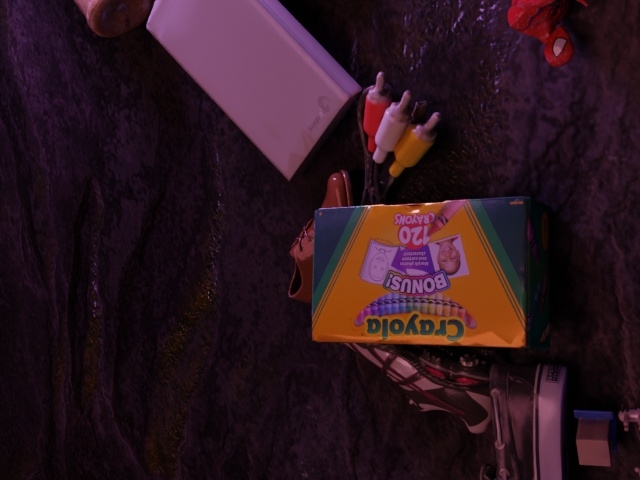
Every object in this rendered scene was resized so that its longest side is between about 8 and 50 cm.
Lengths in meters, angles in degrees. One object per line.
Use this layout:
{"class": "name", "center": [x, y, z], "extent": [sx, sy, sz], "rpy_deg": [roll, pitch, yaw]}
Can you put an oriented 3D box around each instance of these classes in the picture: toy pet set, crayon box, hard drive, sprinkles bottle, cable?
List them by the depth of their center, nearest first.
{"class": "toy pet set", "center": [0.344, 0.224, 1.053], "extent": [0.114, 0.065, 0.122], "rpy_deg": [-2, 121, 24]}
{"class": "crayon box", "center": [0.126, 0.042, 1.108], "extent": [0.278, 0.081, 0.165], "rpy_deg": [-2, 83, 32]}
{"class": "cable", "center": [0.066, -0.083, 1.211], "extent": [0.139, 0.072, 0.287], "rpy_deg": [45, 132, 30]}
{"class": "hard drive", "center": [-0.099, -0.249, 1.280], "extent": [0.307, 0.040, 0.203], "rpy_deg": [47, 142, 6]}
{"class": "sprinkles bottle", "center": [-0.403, -0.490, 1.522], "extent": [0.355, 0.121, 0.121], "rpy_deg": [54, 135, 18]}

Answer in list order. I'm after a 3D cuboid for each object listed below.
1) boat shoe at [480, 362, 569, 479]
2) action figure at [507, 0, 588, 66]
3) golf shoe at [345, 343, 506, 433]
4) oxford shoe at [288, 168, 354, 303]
{"class": "boat shoe", "center": [0.236, 0.293, 1.116], "extent": [0.104, 0.113, 0.306], "rpy_deg": [2, 106, 20]}
{"class": "action figure", "center": [0.228, -0.318, 0.943], "extent": [0.139, 0.091, 0.280], "rpy_deg": [-10, 96, 56]}
{"class": "golf shoe", "center": [0.112, 0.160, 1.230], "extent": [0.272, 0.105, 0.120], "rpy_deg": [22, 125, 40]}
{"class": "oxford shoe", "center": [0.000, 0.000, 1.293], "extent": [0.076, 0.076, 0.212], "rpy_deg": [-110, 29, -59]}
